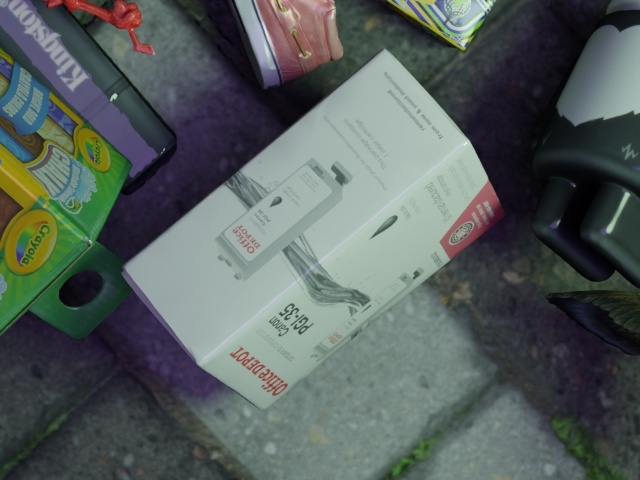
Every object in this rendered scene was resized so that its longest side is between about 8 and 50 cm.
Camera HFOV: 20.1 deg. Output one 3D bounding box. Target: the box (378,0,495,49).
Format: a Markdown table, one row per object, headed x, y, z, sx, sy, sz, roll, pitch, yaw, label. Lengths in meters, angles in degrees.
| x | y | z | sx | sy | sz | roll | pitch | yaw | label |
| --- | --- | --- | --- | --- | --- | --- | --- | --- | --- |
| 0.065 | -0.232 | 1.569 | 0.169 | 0.059 | 0.054 | 31 | 92 | -12 | box |

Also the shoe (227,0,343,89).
| x | y | z | sx | sy | sz | roll | pitch | yaw | label |
| --- | --- | --- | --- | --- | --- | --- | --- | --- | --- |
| -0.041 | -0.225 | 1.558 | 0.081 | 0.063 | 0.178 | -22 | 105 | -8 | shoe |

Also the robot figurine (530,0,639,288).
| x | y | z | sx | sy | sz | roll | pitch | yaw | label |
| --- | --- | --- | --- | --- | --- | --- | --- | --- | --- |
| 0.284 | -0.101 | 1.524 | 0.209 | 0.173 | 0.278 | 24 | 76 | 16 | robot figurine |

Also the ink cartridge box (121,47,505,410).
| x | y | z | sx | sy | sz | roll | pitch | yaw | label |
| --- | --- | --- | --- | --- | --- | --- | --- | --- | --- |
| 0.000 | 0.000 | 1.517 | 0.283 | 0.207 | 0.117 | -40 | 69 | 0 | ink cartridge box |

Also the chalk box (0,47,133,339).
| x | y | z | sx | sy | sz | roll | pitch | yaw | label |
| --- | --- | --- | --- | --- | --- | --- | --- | --- | --- |
| -0.281 | -0.028 | 1.478 | 0.289 | 0.179 | 0.180 | 42 | 110 | -12 | chalk box |

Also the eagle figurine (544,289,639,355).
| x | y | z | sx | sy | sz | roll | pitch | yaw | label |
| --- | --- | --- | --- | --- | --- | --- | --- | --- | --- |
| 0.341 | 0.089 | 1.530 | 0.226 | 0.298 | 0.225 | 23 | 120 | -29 | eagle figurine |

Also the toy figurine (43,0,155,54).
| x | y | z | sx | sy | sz | roll | pitch | yaw | label |
| --- | --- | --- | --- | --- | --- | --- | --- | --- | --- |
| -0.117 | -0.348 | 1.416 | 0.191 | 0.217 | 0.362 | 40 | 85 | 10 | toy figurine |

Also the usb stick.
| x | y | z | sx | sy | sz | roll | pitch | yaw | label |
| --- | --- | --- | --- | --- | --- | --- | --- | --- | --- |
| -0.233 | -0.161 | 1.549 | 0.077 | 0.045 | 0.278 | -40 | 102 | 1 | usb stick |
